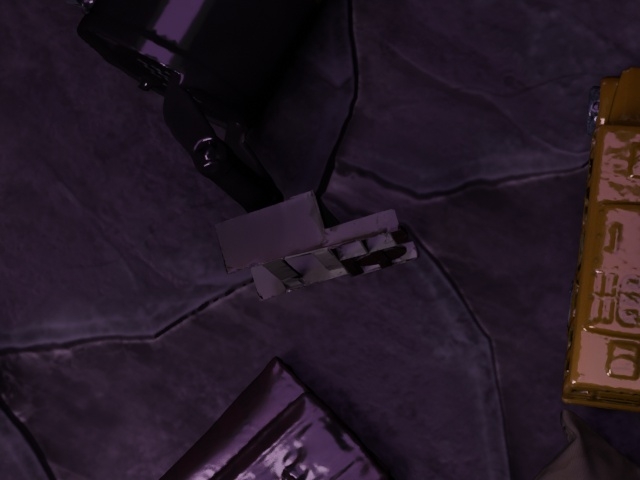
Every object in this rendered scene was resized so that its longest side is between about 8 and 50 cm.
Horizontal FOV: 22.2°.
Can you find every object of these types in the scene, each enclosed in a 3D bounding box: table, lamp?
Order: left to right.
[{"bbox_3d":[-0.099,-0.249,1.661,0.272,0.205,0.374,-44,63,3],"label":"lamp"},{"bbox_3d":[0.000,0.000,1.621,0.175,0.146,0.062,-17,75,6],"label":"table"}]

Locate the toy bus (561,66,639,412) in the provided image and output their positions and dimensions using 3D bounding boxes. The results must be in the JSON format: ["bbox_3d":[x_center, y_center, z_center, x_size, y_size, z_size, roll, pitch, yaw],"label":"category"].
[{"bbox_3d":[0.304,-0.006,1.578,0.121,0.123,0.335,6,79,11],"label":"toy bus"}]

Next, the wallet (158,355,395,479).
[{"bbox_3d":[-0.061,0.256,1.627,0.229,0.049,0.182,-45,73,0],"label":"wallet"}]

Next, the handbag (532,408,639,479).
[{"bbox_3d":[0.237,0.349,1.504,0.253,0.109,0.316,37,72,11],"label":"handbag"}]
